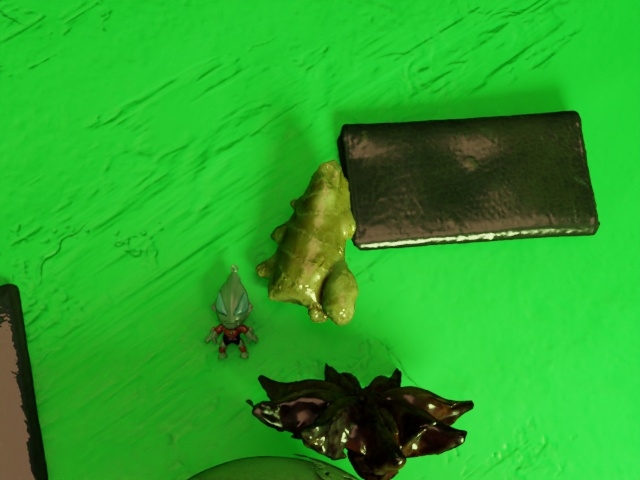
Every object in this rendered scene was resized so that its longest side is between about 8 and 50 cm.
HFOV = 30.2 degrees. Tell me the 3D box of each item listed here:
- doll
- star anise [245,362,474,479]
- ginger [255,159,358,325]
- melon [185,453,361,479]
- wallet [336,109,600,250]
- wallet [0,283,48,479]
[{"bbox_3d":[-0.106,0.085,1.418,0.057,0.039,0.114,-3,84,26],"label":"doll"},{"bbox_3d":[0.044,0.211,1.326,0.271,0.272,0.103,5,101,-7],"label":"star anise"},{"bbox_3d":[-0.012,0.008,1.435,0.081,0.115,0.206,21,60,-43],"label":"ginger"},{"bbox_3d":[-0.030,0.357,1.227,0.330,0.268,0.269,15,72,-16],"label":"melon"},{"bbox_3d":[0.187,-0.076,1.507,0.321,0.044,0.171,-4,74,-6],"label":"wallet"},{"bbox_3d":[-0.389,0.175,1.356,0.124,0.025,0.244,-9,75,-11],"label":"wallet"}]
